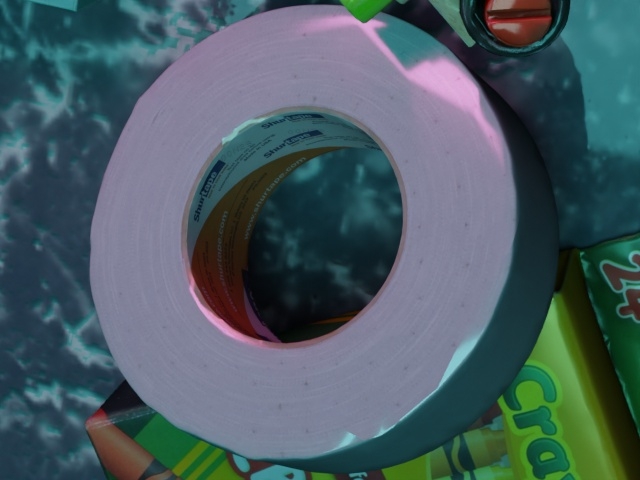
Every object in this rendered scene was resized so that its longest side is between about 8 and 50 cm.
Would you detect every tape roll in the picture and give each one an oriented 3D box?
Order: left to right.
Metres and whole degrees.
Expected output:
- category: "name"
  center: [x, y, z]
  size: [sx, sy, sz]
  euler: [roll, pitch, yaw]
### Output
- category: "tape roll"
  center: [0.000, 0.000, 0.851]
  size: [0.219, 0.072, 0.219]
  euler: [-6, 75, 22]

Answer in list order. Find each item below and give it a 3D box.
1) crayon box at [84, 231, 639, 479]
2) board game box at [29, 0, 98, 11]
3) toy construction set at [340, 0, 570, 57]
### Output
- category: "crayon box"
  center: [0.060, 0.131, 0.927]
  size: [0.318, 0.081, 0.202]
  euler: [-18, 102, 19]
- category: "board game box"
  center: [-0.176, -0.235, 0.887]
  size: [0.160, 0.047, 0.210]
  euler: [13, 111, 11]
- category: "toy construction set"
  center: [0.075, -0.213, 0.770]
  size: [0.327, 0.151, 0.215]
  euler: [-34, 109, 26]
